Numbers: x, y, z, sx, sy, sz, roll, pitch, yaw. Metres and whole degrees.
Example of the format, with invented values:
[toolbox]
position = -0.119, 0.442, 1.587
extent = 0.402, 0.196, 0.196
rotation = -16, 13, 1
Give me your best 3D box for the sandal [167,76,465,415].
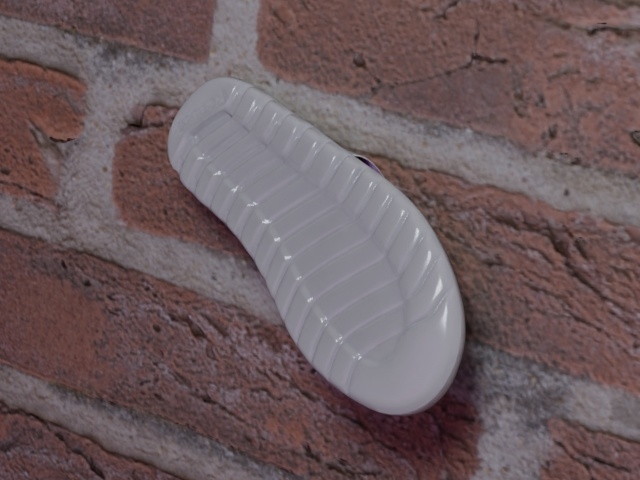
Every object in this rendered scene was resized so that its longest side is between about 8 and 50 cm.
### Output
[sandal]
position = 0.011, -0.011, 1.400
extent = 0.169, 0.102, 0.416
rotation = -47, 60, 15
